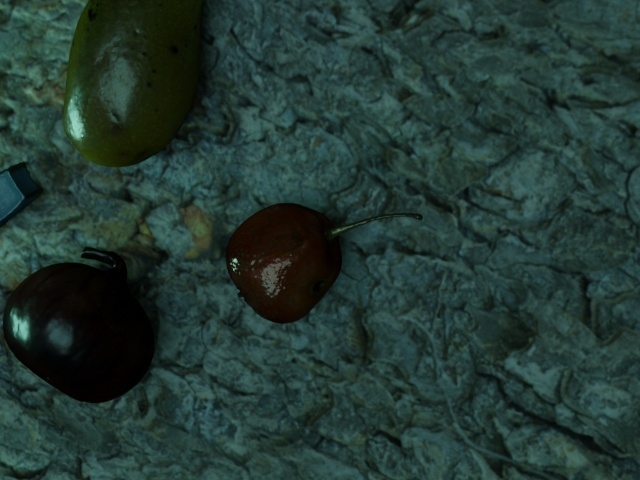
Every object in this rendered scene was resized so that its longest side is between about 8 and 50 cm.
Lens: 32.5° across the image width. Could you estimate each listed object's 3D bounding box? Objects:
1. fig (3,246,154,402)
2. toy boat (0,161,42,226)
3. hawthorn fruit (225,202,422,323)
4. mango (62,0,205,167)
[{"bbox_3d":[-0.362,0.132,1.665,0.214,0.235,0.235,-29,98,-16],"label":"fig"},{"bbox_3d":[-0.527,-0.052,1.737,0.185,0.077,0.075,-34,94,13],"label":"toy boat"},{"bbox_3d":[0.000,0.000,1.562,0.285,0.165,0.165,-31,96,16],"label":"hawthorn fruit"},{"bbox_3d":[-0.262,-0.262,1.547,0.177,0.175,0.329,1,113,-32],"label":"mango"}]
